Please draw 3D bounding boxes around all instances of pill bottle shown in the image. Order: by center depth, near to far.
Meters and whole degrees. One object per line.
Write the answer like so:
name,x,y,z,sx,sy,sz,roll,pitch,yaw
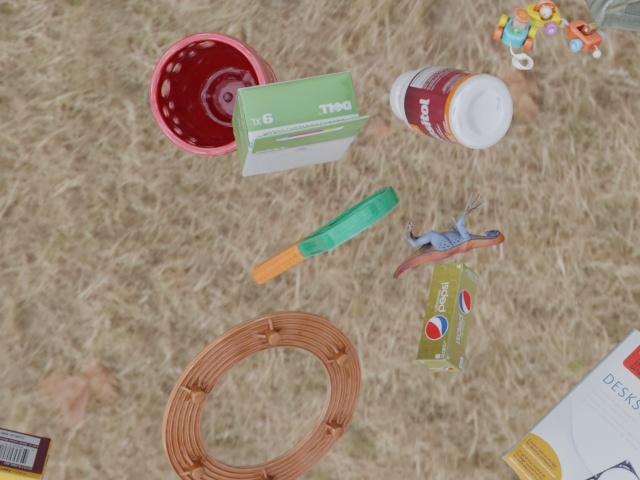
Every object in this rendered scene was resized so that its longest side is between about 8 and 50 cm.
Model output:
pill bottle,0.148,-0.159,1.292,0.086,0.152,0.086,-8,107,-27

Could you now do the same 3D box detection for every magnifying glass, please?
magnifying glass,0.000,0.000,1.187,0.231,0.092,0.026,-28,99,47

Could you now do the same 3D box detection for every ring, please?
ring,-0.080,0.261,1.683,0.336,0.032,0.337,-15,123,-25

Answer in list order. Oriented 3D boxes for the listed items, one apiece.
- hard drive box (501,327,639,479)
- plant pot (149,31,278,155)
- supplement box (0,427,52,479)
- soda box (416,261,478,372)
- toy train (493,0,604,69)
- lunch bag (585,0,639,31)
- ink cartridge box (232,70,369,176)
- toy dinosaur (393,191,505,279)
hard drive box,0.368,0.254,1.332,0.232,0.181,0.089,-44,143,-3
plant pot,-0.158,-0.230,1.770,0.191,0.174,0.191,1,94,11
supplement box,-0.371,0.302,1.213,0.104,0.081,0.188,16,112,-11
soda box,0.218,0.131,1.886,0.061,0.181,0.058,-7,149,39
toy train,0.340,-0.312,1.632,0.166,0.125,0.046,-19,147,-26
lunch bag,0.260,-0.295,0.672,0.287,0.169,0.235,-42,58,39
ink cartridge box,-0.024,-0.116,1.066,0.108,0.209,0.062,-10,85,-7
toy dinosaur,0.112,0.003,0.933,0.082,0.047,0.090,18,84,3
